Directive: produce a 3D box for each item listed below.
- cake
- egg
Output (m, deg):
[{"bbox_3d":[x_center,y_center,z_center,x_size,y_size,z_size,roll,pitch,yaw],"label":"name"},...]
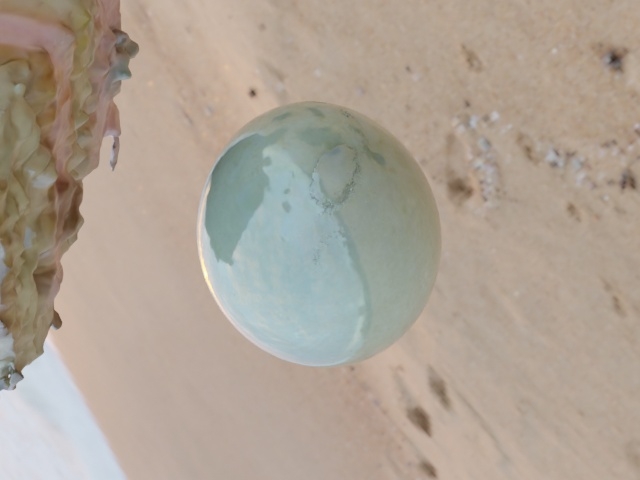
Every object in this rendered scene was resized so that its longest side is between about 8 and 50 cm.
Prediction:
[{"bbox_3d":[-0.301,-0.108,0.887,0.293,0.306,0.314,16,142,-5],"label":"cake"},{"bbox_3d":[0.000,0.000,0.937,0.186,0.186,0.253,42,163,24],"label":"egg"}]
